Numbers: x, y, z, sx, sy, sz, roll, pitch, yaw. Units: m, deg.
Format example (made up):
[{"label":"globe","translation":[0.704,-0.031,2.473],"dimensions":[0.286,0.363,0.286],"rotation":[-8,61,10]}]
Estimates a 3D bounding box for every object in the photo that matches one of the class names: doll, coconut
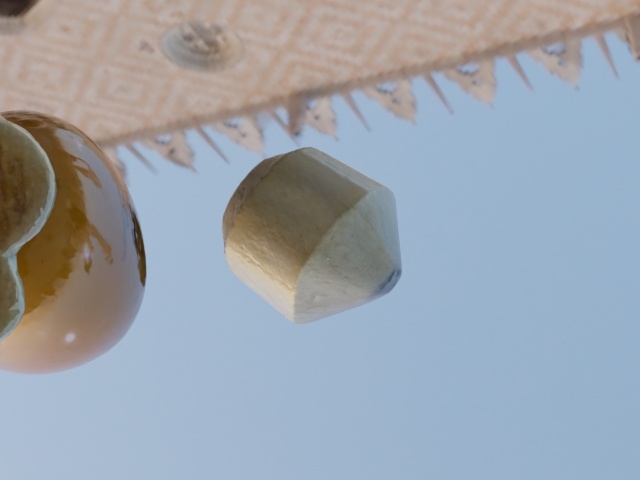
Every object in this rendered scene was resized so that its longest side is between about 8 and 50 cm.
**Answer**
[{"label":"doll","translation":[-0.264,0.010,1.099],"dimensions":[0.236,0.213,0.213],"rotation":[-16,-125,3]},{"label":"coconut","translation":[0.000,0.000,1.689],"dimensions":[0.222,0.202,0.202],"rotation":[35,-98,24]}]

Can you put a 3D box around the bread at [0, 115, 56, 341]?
[{"label":"bread","translation":[-0.339,-0.026,0.923],"dimensions":[0.316,0.054,0.316],"rotation":[0,-87,-6]}]
